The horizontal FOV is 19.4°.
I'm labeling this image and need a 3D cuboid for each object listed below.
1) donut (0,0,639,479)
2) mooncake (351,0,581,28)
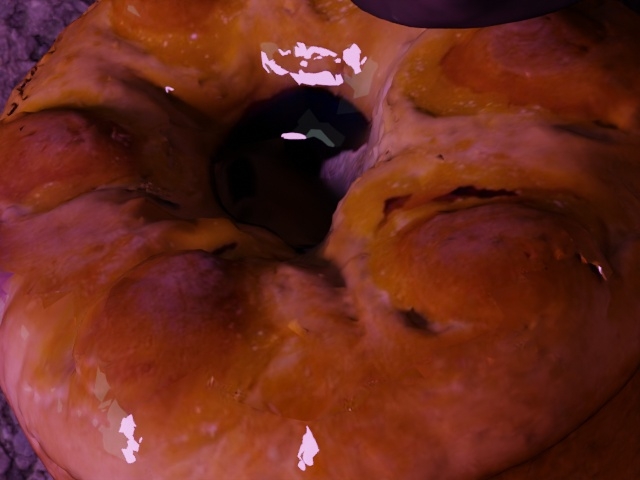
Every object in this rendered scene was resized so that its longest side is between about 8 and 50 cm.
[{"bbox_3d":[0.000,0.000,0.730,0.317,0.299,0.150,-70,-26,-42],"label":"donut"},{"bbox_3d":[0.061,-0.216,0.635,0.283,0.141,0.283,169,90,-76],"label":"mooncake"}]
